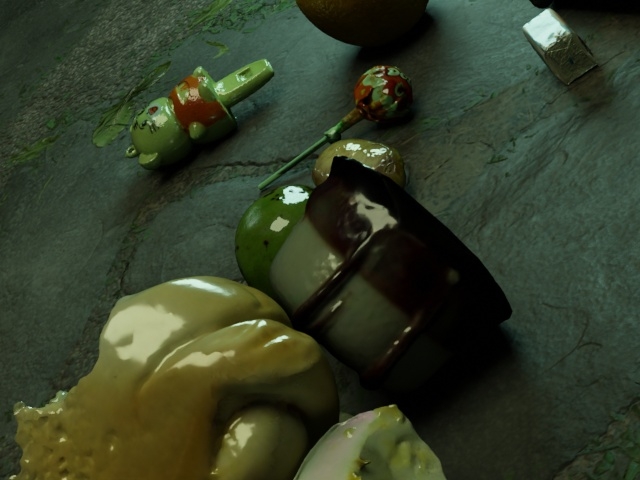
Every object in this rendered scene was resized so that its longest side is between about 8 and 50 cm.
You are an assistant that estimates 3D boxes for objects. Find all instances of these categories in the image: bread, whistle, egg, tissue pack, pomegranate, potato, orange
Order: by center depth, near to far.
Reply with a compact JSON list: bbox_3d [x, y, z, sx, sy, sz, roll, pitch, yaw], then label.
[{"bbox_3d":[0.087,0.313,1.355,0.206,0.161,0.271,-40,40,-21],"label":"egg"},{"bbox_3d":[-0.149,0.252,1.468,0.245,0.329,0.423,32,102,55],"label":"bread"},{"bbox_3d":[0.000,0.000,1.824,0.224,0.181,0.181,-30,33,14],"label":"pomegranate"},{"bbox_3d":[0.328,-0.269,1.955,0.059,0.074,0.094,-39,33,10],"label":"tissue pack"},{"bbox_3d":[0.056,-0.093,1.978,0.107,0.080,0.170,-42,35,-23],"label":"potato"},{"bbox_3d":[0.063,-0.422,2.250,0.236,0.236,0.236,-24,34,18],"label":"orange"},{"bbox_3d":[-0.205,-0.216,2.352,0.288,0.106,0.131,-32,39,7],"label":"whistle"}]

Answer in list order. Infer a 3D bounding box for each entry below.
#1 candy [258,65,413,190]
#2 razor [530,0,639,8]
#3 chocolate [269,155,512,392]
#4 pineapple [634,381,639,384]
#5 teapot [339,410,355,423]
[{"bbox_3d":[0.019,-0.157,2.121,0.288,0.078,0.084,-37,51,17],"label":"candy"},{"bbox_3d":[0.444,-0.417,1.995,0.349,0.113,0.204,13,59,50],"label":"razor"},{"bbox_3d":[0.060,0.063,1.622,0.186,0.283,0.284,-49,34,-10],"label":"chocolate"},{"bbox_3d":[0.436,0.173,1.226,0.165,0.165,0.364,-38,30,-3],"label":"pineapple"},{"bbox_3d":[-0.005,0.242,1.618,0.200,0.077,0.107,12,61,49],"label":"teapot"}]
